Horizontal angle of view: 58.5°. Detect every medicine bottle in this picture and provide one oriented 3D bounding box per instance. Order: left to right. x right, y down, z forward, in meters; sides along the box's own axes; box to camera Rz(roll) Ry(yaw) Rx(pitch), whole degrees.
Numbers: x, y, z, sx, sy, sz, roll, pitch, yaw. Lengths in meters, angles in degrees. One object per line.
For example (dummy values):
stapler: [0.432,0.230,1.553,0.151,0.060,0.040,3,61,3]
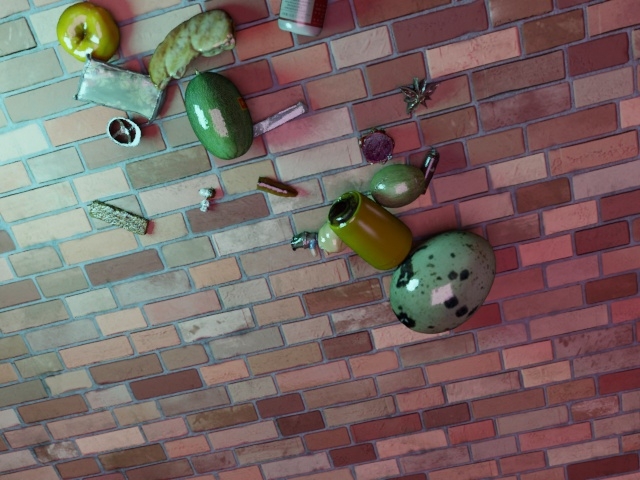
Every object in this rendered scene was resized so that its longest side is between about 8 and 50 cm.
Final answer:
medicine bottle: [-0.038,-0.712,1.606,0.131,0.131,0.250,11,112,-3]

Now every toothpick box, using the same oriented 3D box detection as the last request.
toothpick box: [0.150,-0.037,1.807,0.175,0.175,0.271,-42,126,16]

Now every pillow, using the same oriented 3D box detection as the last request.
pillow: [-0.598,-0.461,1.728,0.255,0.059,0.169,14,122,-24]

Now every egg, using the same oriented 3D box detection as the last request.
egg: [0.397,0.134,1.849,0.379,0.287,0.288,-36,107,8]

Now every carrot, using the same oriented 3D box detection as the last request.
carrot: [-0.141,-0.167,1.871,0.139,0.048,0.048,18,111,-7]

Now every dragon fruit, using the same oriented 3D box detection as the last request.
dragon fruit: [0.177,-0.302,1.802,0.126,0.068,0.112,38,119,-26]

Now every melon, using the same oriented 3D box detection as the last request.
melon: [-0.307,-0.382,1.716,0.182,0.182,0.288,-21,106,9]
melon: [0.236,-0.171,1.810,0.192,0.139,0.139,-13,112,22]

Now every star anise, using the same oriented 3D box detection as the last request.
star anise: [0.308,-0.451,1.744,0.129,0.056,0.124,-27,134,7]

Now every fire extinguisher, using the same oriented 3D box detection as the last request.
fire extinguisher: [0.345,-0.224,1.838,0.064,0.043,0.158,5,116,-33]

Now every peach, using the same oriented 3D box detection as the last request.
peach: [-0.681,-0.610,1.678,0.179,0.103,0.179,1,117,2]

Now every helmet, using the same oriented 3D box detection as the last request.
helmet: [-0.610,-0.344,1.804,0.111,0.057,0.089,21,108,-1]

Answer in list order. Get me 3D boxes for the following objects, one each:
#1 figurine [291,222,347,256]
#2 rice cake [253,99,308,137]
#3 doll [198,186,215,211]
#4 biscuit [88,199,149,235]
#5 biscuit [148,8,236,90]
figurine: [0.000,0.000,1.903,0.196,0.114,0.108,-15,111,15]
rice cake: [-0.138,-0.376,1.794,0.210,0.034,0.043,-24,101,11]
doll: [-0.374,-0.136,1.892,0.058,0.040,0.085,2,108,14]
biscuit: [-0.678,-0.077,1.924,0.199,0.034,0.064,20,110,-7]
biscuit: [-0.384,-0.571,1.681,0.299,0.045,0.154,-28,74,5]
